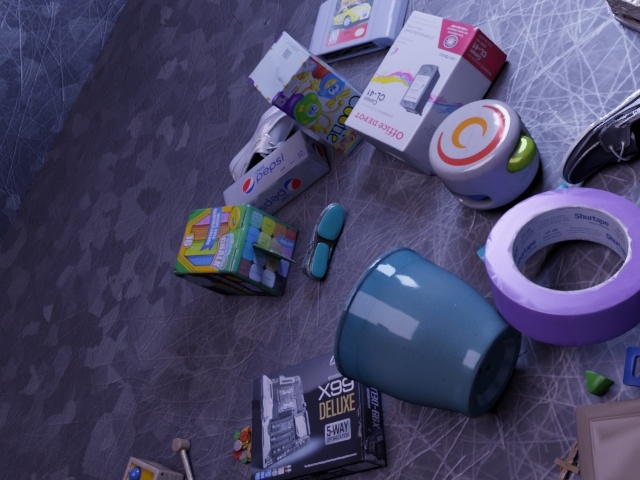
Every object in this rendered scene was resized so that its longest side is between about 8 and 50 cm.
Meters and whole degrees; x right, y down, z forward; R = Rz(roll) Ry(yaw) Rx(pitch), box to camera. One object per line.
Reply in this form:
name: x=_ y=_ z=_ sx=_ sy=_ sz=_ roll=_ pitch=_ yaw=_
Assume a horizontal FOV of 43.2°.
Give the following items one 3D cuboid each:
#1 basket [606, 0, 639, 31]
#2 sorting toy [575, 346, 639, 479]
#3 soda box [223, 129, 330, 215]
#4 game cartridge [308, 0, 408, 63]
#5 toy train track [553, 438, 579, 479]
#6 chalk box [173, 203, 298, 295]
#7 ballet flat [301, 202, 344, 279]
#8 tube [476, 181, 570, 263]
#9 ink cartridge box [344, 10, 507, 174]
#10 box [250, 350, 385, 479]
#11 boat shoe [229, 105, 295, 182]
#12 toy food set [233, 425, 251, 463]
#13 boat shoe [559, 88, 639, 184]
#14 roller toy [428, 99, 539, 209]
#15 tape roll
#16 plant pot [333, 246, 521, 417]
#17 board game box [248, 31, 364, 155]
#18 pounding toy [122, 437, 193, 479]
basket: x=0.621 y=-0.484 z=1.500 sx=0.167 sy=0.103 sz=0.113 roll=-52 pitch=44 yaw=9
sorting toy: x=0.489 y=0.336 z=1.236 sx=0.196 sy=0.047 sz=0.347 roll=-21 pitch=55 yaw=41
soda box: x=-0.115 y=-0.150 z=2.051 sx=0.286 sy=0.091 sz=0.098 roll=-37 pitch=49 yaw=25
game cartridge: x=0.094 y=-0.571 z=2.104 sx=0.294 sy=0.060 sz=0.196 roll=-4 pitch=62 yaw=43
toy train track: x=0.414 y=0.354 z=1.323 sx=0.048 sy=0.014 sz=0.083 roll=17 pitch=76 yaw=55
chalk box: x=-0.184 y=0.026 z=1.962 sx=0.289 sy=0.180 sz=0.179 roll=-3 pitch=67 yaw=42
ballet flat: x=0.000 y=0.000 z=1.884 sx=0.070 sy=0.070 sz=0.188 roll=7 pitch=71 yaw=46
tube: x=0.386 y=-0.027 z=1.508 sx=0.207 sy=0.052 sz=0.080 roll=-43 pitch=19 yaw=14
ink cartridge box: x=0.228 y=-0.329 z=1.784 sx=0.226 sy=0.131 sz=0.306 roll=34 pitch=93 yaw=48
box: x=-0.012 y=0.372 z=1.681 sx=0.307 sy=0.076 sz=0.242 roll=-24 pitch=53 yaw=34
boat shoe: x=-0.143 y=-0.245 z=2.129 sx=0.267 sy=0.096 sz=0.088 roll=-46 pitch=48 yaw=18
toy food set: x=-0.166 y=0.461 z=1.827 sx=0.083 sy=0.020 sz=0.083 roll=-31 pitch=51 yaw=30
boat shoe: x=0.530 y=-0.179 z=1.442 sx=0.233 sy=0.084 sz=0.079 roll=-41 pitch=45 yaw=17
roller toy: x=0.323 y=-0.166 z=1.591 sx=0.191 sy=0.146 sz=0.209 roll=-31 pitch=44 yaw=18
tape roll: x=0.417 y=0.039 z=1.346 sx=0.275 sy=0.090 sz=0.274 roll=-11 pitch=46 yaw=12
plant pot: x=0.207 y=0.183 z=1.452 sx=0.255 sy=0.272 sz=0.271 roll=25 pitch=87 yaw=33
board game box: x=-0.008 y=-0.342 z=1.912 sx=0.142 sy=0.275 sz=0.144 roll=-50 pitch=43 yaw=12
pounding toy: x=-0.386 y=0.567 z=1.930 sx=0.181 sy=0.094 sz=0.206 roll=5 pitch=73 yaw=46
